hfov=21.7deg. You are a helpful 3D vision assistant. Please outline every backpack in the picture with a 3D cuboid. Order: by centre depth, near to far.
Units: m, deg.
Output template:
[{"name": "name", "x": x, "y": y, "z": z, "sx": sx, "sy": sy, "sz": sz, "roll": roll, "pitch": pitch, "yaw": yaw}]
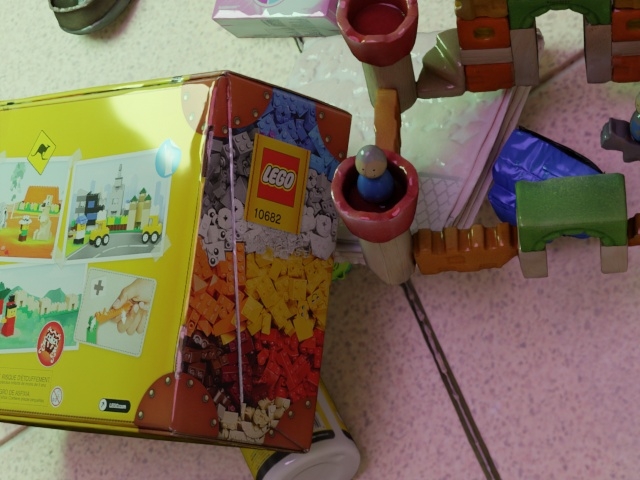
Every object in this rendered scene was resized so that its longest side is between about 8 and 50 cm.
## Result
[{"name": "backpack", "x": 0.250, "y": -0.048, "z": 1.793, "sx": 0.120, "sy": 0.098, "sz": 0.101, "roll": 26, "pitch": 85, "yaw": 27}]

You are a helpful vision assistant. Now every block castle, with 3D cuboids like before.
[{"name": "block castle", "x": 0.243, "y": -0.134, "z": 1.654, "sx": 0.453, "sy": 0.213, "sz": 0.303, "roll": -3, "pitch": 59, "yaw": 8}]

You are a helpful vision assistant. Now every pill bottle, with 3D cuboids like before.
[{"name": "pill bottle", "x": -0.048, "y": 0.186, "z": 1.876, "sx": 0.119, "sy": 0.119, "sz": 0.208, "roll": -38, "pitch": 55, "yaw": 15}]

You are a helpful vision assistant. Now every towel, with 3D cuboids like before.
[{"name": "towel", "x": 0.063, "y": -0.114, "z": 1.904, "sx": 0.331, "sy": 0.053, "sz": 0.317, "roll": 3, "pitch": 57, "yaw": 38}]

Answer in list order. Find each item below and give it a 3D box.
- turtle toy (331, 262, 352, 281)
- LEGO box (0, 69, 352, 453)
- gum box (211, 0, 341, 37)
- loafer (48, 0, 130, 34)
[{"name": "turtle toy", "x": 0.000, "y": 0.000, "z": 1.949, "sx": 0.095, "sy": 0.066, "sz": 0.130, "roll": -38, "pitch": 55, "yaw": 9}, {"name": "LEGO box", "x": -0.226, "y": 0.030, "z": 1.871, "sx": 0.500, "sy": 0.193, "sz": 0.373, "roll": -1, "pitch": 78, "yaw": 46}, {"name": "gum box", "x": -0.035, "y": -0.316, "z": 2.096, "sx": 0.188, "sy": 0.062, "sz": 0.107, "roll": 4, "pitch": 74, "yaw": 34}, {"name": "loafer", "x": -0.313, "y": -0.459, "z": 2.287, "sx": 0.133, "sy": 0.130, "sz": 0.366, "roll": 0, "pitch": 72, "yaw": 33}]
